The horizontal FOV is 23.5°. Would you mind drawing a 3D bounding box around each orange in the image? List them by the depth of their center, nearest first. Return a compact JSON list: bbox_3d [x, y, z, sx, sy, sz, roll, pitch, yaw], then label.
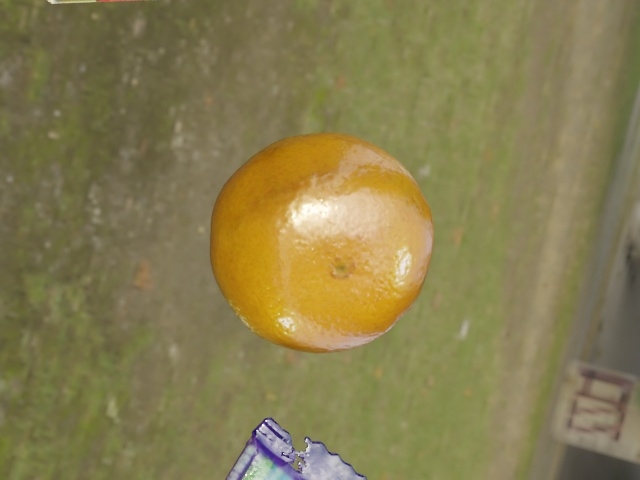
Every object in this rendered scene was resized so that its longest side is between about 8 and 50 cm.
[{"bbox_3d":[0.000,0.000,1.067,0.124,0.156,0.156,-121,-141,-67],"label":"orange"}]

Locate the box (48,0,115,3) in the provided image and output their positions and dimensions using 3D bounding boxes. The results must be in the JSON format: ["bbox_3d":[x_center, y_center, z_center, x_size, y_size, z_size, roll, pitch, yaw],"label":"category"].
[{"bbox_3d":[-0.141,-0.296,1.175,0.034,0.132,0.235,49,-41,49],"label":"box"}]

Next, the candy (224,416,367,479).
[{"bbox_3d":[-0.067,0.283,1.231,0.275,0.145,0.070,-52,-163,-3],"label":"candy"}]
